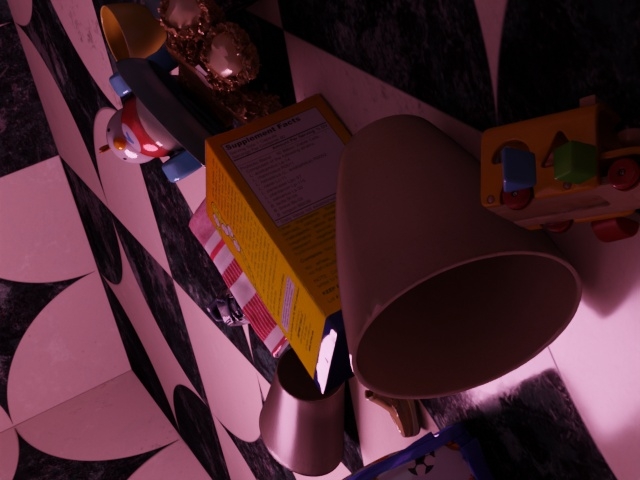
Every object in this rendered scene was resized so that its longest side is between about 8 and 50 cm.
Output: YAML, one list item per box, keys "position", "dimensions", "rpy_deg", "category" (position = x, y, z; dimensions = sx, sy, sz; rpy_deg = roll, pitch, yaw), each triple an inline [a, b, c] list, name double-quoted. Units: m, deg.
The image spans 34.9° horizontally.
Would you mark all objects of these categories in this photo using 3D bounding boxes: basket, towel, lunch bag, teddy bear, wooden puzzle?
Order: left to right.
- position: [-0.148, -0.278, 1.498]
  dimensions: [0.245, 0.113, 0.338]
  rpy_deg: [40, 170, 19]
  category: "teddy bear"
- position: [-0.120, 0.023, 1.866]
  dimensions: [0.329, 0.037, 0.237]
  rpy_deg: [56, 134, 23]
  category: "towel"
- position: [-0.075, -0.216, 1.659]
  dimensions: [0.049, 0.006, 0.083]
  rpy_deg: [22, 134, 61]
  category: "wooden puzzle"
- position: [-0.029, 0.311, 1.942]
  dimensions: [0.204, 0.154, 0.227]
  rpy_deg: [50, 151, 31]
  category: "basket"
- position: [0.169, 0.473, 1.545]
  dimensions: [0.385, 0.239, 0.328]
  rpy_deg: [-41, 74, 52]
  category: "lunch bag"

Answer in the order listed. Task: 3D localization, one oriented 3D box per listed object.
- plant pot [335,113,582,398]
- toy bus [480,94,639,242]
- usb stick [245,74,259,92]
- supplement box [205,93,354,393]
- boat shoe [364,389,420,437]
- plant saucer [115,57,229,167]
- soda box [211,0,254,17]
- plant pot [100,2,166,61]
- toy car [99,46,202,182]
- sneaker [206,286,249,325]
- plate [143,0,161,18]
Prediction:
- position: [0.121, -0.006, 1.153]
  dimensions: [0.256, 0.256, 0.274]
  rpy_deg: [92, 163, -50]
  category: "plant pot"
- position: [0.244, -0.074, 0.914]
  dimensions: [0.191, 0.202, 0.104]
  rpy_deg: [117, 156, -73]
  category: "toy bus"
- position: [-0.181, -0.358, 1.703]
  dimensions: [0.278, 0.045, 0.077]
  rpy_deg: [60, 166, 11]
  category: "usb stick"
- position: [0.000, 0.000, 1.458]
  dimensions: [0.356, 0.194, 0.195]
  rpy_deg: [55, 157, 25]
  category: "supplement box"
- position: [0.104, 0.242, 1.647]
  dimensions: [0.068, 0.072, 0.190]
  rpy_deg: [9, 122, 65]
  category: "boat shoe"
- position: [-0.205, -0.191, 1.666]
  dimensions: [0.317, 0.044, 0.317]
  rpy_deg: [46, -174, -6]
  category: "plant saucer"
- position: [-0.145, -0.376, 1.573]
  dimensions: [0.169, 0.060, 0.053]
  rpy_deg: [-1, 113, 66]
  category: "soda box"
- position: [-0.359, -0.409, 1.994]
  dimensions: [0.134, 0.095, 0.134]
  rpy_deg: [49, 153, 36]
  category: "plant pot"
- position: [-0.336, -0.203, 1.901]
  dimensions: [0.238, 0.210, 0.219]
  rpy_deg: [-25, 102, 31]
  category: "toy car"
- position: [-0.135, 0.124, 2.011]
  dimensions: [0.111, 0.121, 0.300]
  rpy_deg: [65, 157, 0]
  category: "sneaker"
- position: [-0.313, -0.499, 1.887]
  dimensions: [0.188, 0.024, 0.188]
  rpy_deg: [49, 154, 34]
  category: "plate"
